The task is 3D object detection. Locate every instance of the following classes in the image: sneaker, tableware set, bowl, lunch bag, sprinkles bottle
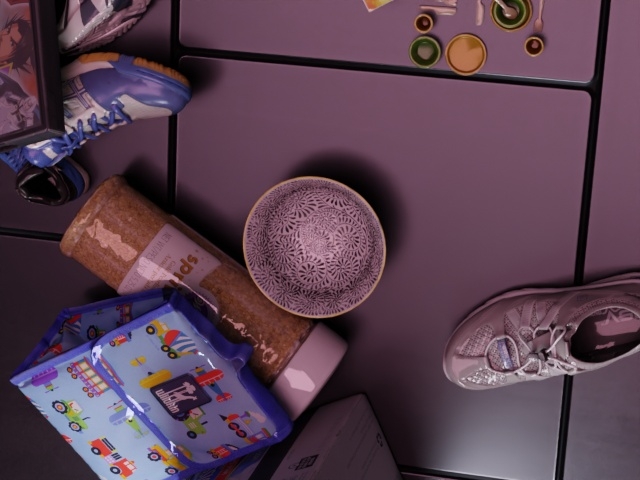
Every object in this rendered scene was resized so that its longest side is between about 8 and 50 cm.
[{"bbox_3d":[-0.265,-0.331,1.866,0.153,0.094,0.235,58,137,12],"label":"sneaker"},{"bbox_3d":[-0.357,-0.097,1.957,0.152,0.084,0.058,39,110,0],"label":"sneaker"},{"bbox_3d":[-0.291,-0.143,1.894,0.296,0.112,0.131,0,69,21],"label":"sneaker"},{"bbox_3d":[0.178,-0.236,1.827,0.154,0.024,0.104,7,107,11],"label":"tableware set"},{"bbox_3d":[0.000,0.000,1.904,0.170,0.080,0.170,3,104,12],"label":"bowl"},{"bbox_3d":[0.268,0.107,1.857,0.281,0.115,0.105,-21,100,18],"label":"sneaker"},{"bbox_3d":[-0.179,0.166,1.895,0.293,0.138,0.221,-21,115,40],"label":"lunch bag"},{"bbox_3d":[-0.140,0.069,1.937,0.355,0.121,0.121,36,110,1],"label":"sprinkles bottle"}]

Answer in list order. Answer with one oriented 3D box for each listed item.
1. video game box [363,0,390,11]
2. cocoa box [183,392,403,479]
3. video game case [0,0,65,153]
[{"bbox_3d":[0.090,-0.381,1.758,0.187,0.048,0.205,-25,111,11],"label":"video game box"},{"bbox_3d":[-0.040,0.366,1.879,0.228,0.347,0.231,-21,99,18],"label":"cocoa box"},{"bbox_3d":[-0.411,-0.229,1.872,0.248,0.035,0.275,-13,78,29],"label":"video game case"}]
